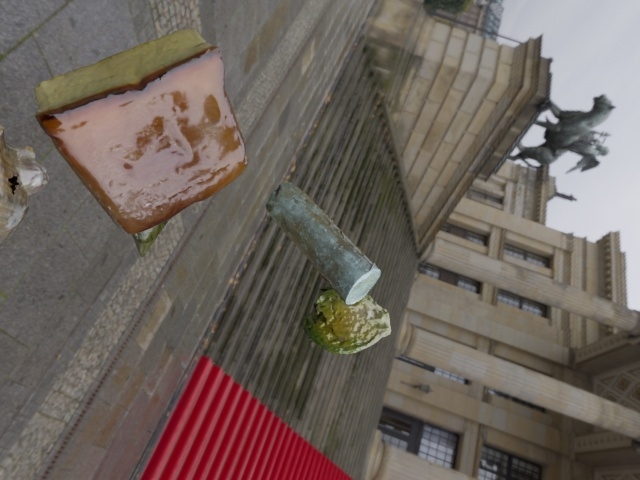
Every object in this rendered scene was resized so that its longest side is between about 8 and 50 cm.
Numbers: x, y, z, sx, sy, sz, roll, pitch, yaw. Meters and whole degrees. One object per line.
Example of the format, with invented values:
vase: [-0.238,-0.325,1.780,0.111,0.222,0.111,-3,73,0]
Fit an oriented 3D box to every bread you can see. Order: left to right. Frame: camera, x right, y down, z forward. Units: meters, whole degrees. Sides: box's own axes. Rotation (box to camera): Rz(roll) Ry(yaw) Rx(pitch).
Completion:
bread: [-0.323,-0.205,0.862,0.324,0.143,0.333,-33,150,-16]

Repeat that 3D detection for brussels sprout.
brussels sprout: [0.054,0.172,0.924,0.100,0.181,0.138,97,0,-76]

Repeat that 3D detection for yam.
yam: [0.000,0.000,0.833,0.093,0.259,0.093,-38,161,-15]

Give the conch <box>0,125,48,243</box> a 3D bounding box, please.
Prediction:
conch: [-0.426,-0.059,0.421,0.210,0.352,0.297,-30,152,5]

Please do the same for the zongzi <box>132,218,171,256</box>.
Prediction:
zongzi: [-0.399,-0.096,1.172,0.125,0.251,0.274,48,-31,49]
